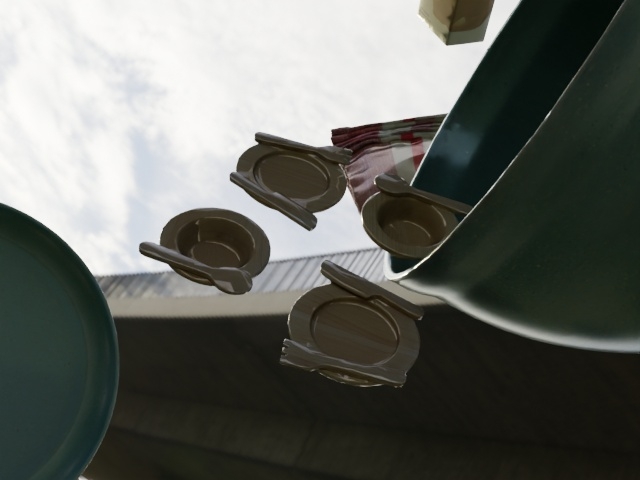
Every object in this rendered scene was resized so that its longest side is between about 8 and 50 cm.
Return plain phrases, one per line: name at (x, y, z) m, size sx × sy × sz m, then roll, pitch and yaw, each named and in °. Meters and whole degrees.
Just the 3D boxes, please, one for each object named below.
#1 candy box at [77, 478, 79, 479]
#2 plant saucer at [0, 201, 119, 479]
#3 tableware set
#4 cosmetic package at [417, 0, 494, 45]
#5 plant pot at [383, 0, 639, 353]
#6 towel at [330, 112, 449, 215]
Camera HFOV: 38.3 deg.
candy box at (-0.275, 0.325, 0.923) m, size 0.027 × 0.206 × 0.105 m, roll -9°, pitch -73°, yaw 8°
plant saucer at (-0.343, 0.115, 0.825) m, size 0.318 × 0.317 × 0.044 m, roll 41°, pitch -12°, yaw -9°
tableware set at (0.000, 0.000, 0.478) m, size 0.141 × 0.168 × 0.020 m, roll 23°, pitch -47°, yaw 10°
cosmetic package at (0.123, -0.232, 0.788) m, size 0.060 × 0.041 × 0.115 m, roll -122°, pitch -151°, yaw -41°
plant pot at (0.193, -0.054, 0.507) m, size 0.196 × 0.293 × 0.293 m, roll 32°, pitch -30°, yaw -4°
towel at (0.189, -0.086, 1.036) m, size 0.329 × 0.037 × 0.237 m, roll -7°, pitch -17°, yaw 9°
